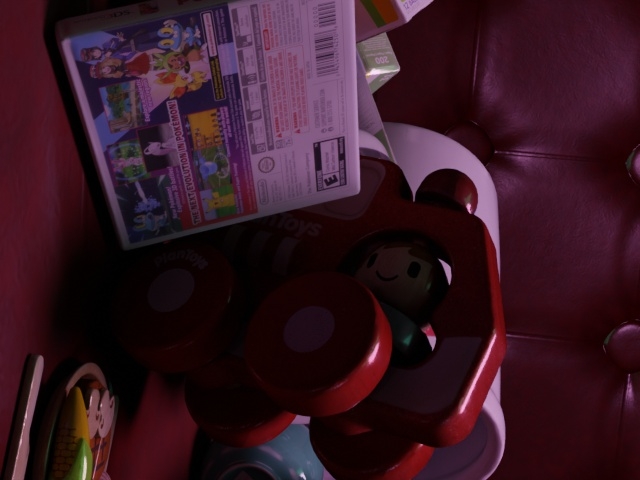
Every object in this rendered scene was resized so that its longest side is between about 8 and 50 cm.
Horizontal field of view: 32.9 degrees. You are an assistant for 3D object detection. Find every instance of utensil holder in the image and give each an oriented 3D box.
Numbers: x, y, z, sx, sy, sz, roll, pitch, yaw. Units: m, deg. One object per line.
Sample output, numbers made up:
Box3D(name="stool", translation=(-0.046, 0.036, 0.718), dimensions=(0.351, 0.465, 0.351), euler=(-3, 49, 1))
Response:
Box3D(name="utensil holder", translation=(0.067, 0.086, 1.365), dimensions=(0.327, 0.328, 0.385), euler=(87, 8, -49))

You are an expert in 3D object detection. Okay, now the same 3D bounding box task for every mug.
Box3D(name="mug", translation=(-0.065, 0.270, 1.160), dimensions=(0.097, 0.130, 0.157), euler=(-42, 127, -78))

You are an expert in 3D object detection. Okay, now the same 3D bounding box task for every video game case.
Box3D(name="video game case", translation=(-0.065, -0.083, 0.728), dimensions=(0.201, 0.184, 0.023), euler=(86, -13, -51))

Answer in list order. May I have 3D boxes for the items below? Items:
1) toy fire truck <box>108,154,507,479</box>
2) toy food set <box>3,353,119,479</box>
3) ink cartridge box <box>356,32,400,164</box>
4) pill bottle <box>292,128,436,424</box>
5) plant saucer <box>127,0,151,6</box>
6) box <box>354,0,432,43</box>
Box3D(name="toy fire truck", translation=(0.004, 0.034, 0.845), dimensions=(0.253, 0.302, 0.169), euler=(-63, 146, -24))
Box3D(name="toy food set", translation=(-0.156, 0.149, 0.727), dimensions=(0.192, 0.039, 0.132), euler=(70, 27, -74))
Box3D(name="ink cartridge box", translation=(0.022, -0.146, 1.175), dimensions=(0.171, 0.056, 0.235), euler=(-35, -106, 54))
Box3D(name="pill bottle", translation=(0.000, 0.000, 1.038), dimensions=(0.176, 0.176, 0.318), euler=(74, -1, -71))
Box3D(name="plant saucer", translation=(-0.110, -0.167, 0.860), dimensions=(0.241, 0.037, 0.240), euler=(5, 90, -82))
Box3D(name="box", translation=(0.019, -0.296, 1.011), dimensions=(0.114, 0.103, 0.203), euler=(-46, 114, -46))
